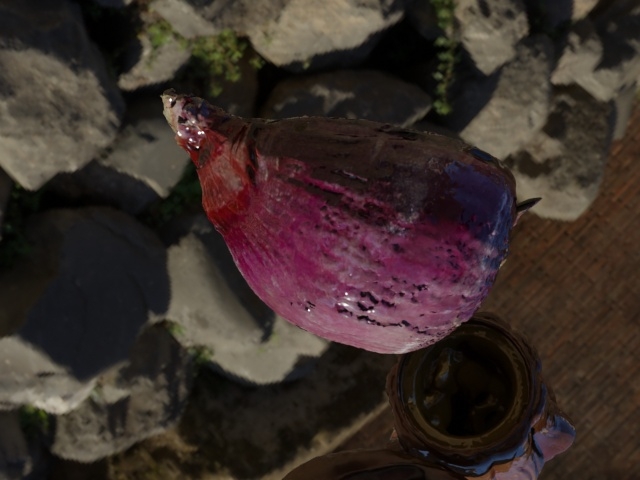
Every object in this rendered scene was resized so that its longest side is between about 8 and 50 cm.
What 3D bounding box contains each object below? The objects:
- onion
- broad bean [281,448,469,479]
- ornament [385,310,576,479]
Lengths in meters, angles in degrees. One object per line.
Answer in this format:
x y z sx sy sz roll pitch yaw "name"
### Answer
0.000 0.000 0.882 0.267 0.349 0.159 130 -25 -59 "onion"
0.066 0.290 0.986 0.122 0.229 0.156 84 17 -51 "broad bean"
0.182 0.191 1.163 0.235 0.221 0.217 -3 157 12 "ornament"
